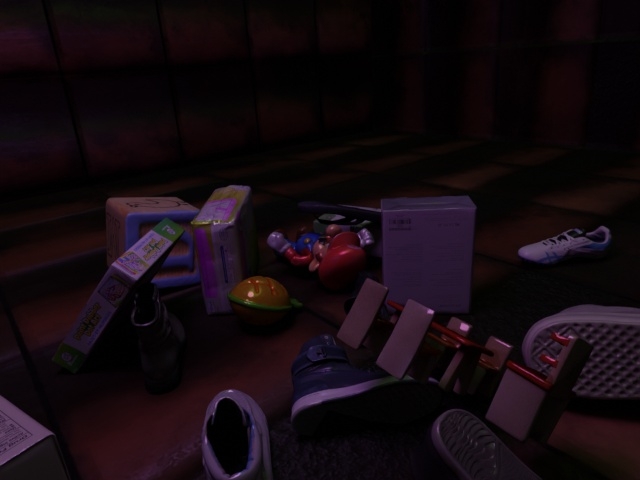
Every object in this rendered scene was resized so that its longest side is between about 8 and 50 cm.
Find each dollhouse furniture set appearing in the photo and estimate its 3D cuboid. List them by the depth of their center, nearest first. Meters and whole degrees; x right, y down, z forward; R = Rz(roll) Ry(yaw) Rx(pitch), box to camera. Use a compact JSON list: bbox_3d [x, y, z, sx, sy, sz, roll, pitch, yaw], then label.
[{"bbox_3d":[0.202,0.142,0.629,0.262,0.135,0.259,26,-1,-43],"label":"dollhouse furniture set"}]

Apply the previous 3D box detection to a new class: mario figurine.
[{"bbox_3d":[0.000,0.000,1.146,0.198,0.170,0.321,-46,30,-17],"label":"mario figurine"}]

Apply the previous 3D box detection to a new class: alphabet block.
[{"bbox_3d":[-0.417,0.001,1.160,0.193,0.193,0.197,-3,17,-38],"label":"alphabet block"}]

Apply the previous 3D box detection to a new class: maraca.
[{"bbox_3d":[-0.114,0.125,0.966,0.127,0.099,0.186,18,4,28],"label":"maraca"}]

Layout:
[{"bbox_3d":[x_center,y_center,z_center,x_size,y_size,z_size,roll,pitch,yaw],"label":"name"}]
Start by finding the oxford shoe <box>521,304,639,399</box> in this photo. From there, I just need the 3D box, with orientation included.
[{"bbox_3d":[0.531,0.173,0.662,0.450,0.169,0.130,3,1,19],"label":"oxford shoe"}]

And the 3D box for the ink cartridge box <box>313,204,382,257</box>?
[{"bbox_3d":[0.114,-0.031,1.321,0.220,0.092,0.160,9,25,27],"label":"ink cartridge box"}]

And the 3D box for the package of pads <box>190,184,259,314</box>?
[{"bbox_3d":[-0.218,0.006,1.101,0.101,0.229,0.296,-4,21,0],"label":"package of pads"}]

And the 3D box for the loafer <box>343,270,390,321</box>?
[{"bbox_3d":[0.086,0.126,0.945,0.078,0.076,0.223,3,25,-4],"label":"loafer"}]

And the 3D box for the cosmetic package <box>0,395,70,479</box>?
[{"bbox_3d":[-0.486,0.282,0.599,0.310,0.113,0.160,12,26,33],"label":"cosmetic package"}]

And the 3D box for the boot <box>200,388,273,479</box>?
[{"bbox_3d":[-0.109,0.247,0.603,0.095,0.123,0.258,-10,22,-16],"label":"boot"}]

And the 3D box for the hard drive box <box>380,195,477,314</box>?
[{"bbox_3d":[0.216,0.032,0.952,0.181,0.232,0.089,-1,21,6],"label":"hard drive box"}]

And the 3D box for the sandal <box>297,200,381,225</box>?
[{"bbox_3d":[0.066,-0.057,1.162,0.255,0.054,0.097,8,8,-21],"label":"sandal"}]

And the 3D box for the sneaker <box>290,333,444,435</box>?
[{"bbox_3d":[0.063,0.209,0.725,0.226,0.086,0.163,-5,22,-4],"label":"sneaker"}]

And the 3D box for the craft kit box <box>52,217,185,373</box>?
[{"bbox_3d":[-0.386,0.097,0.911,0.061,0.246,0.250,38,18,-11],"label":"craft kit box"}]

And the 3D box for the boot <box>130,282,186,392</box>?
[{"bbox_3d":[-0.298,0.144,0.849,0.084,0.161,0.246,-10,22,-17],"label":"boot"}]

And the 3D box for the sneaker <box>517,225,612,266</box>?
[{"bbox_3d":[0.601,0.010,1.144,0.237,0.086,0.085,-8,23,-7],"label":"sneaker"}]

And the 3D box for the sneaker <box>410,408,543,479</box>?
[{"bbox_3d":[0.193,0.298,0.499,0.083,0.118,0.222,-21,56,-26],"label":"sneaker"}]
